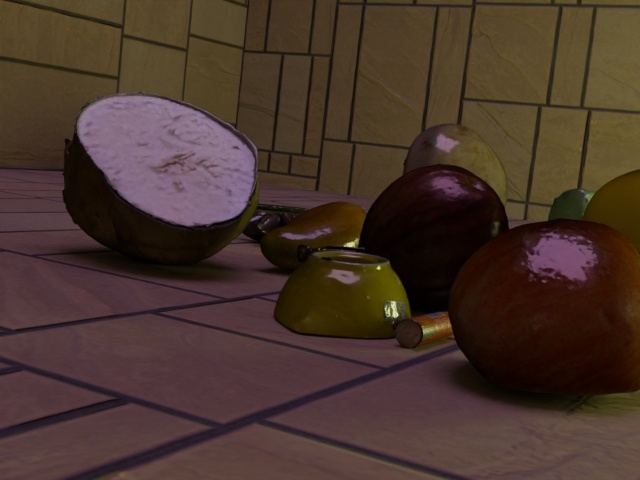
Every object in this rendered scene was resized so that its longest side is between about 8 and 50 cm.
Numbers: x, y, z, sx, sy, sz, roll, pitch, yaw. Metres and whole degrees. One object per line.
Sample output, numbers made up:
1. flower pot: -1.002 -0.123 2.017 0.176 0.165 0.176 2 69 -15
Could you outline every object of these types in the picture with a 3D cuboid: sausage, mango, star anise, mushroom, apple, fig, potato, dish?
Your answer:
1. sausage: 0.115 0.090 0.948 0.031 0.031 0.107 10 7 33
2. mango: 0.000 0.000 1.394 0.136 0.099 0.227 15 18 31
3. star anise: -0.071 -0.023 1.706 0.182 0.065 0.195 5 8 41
4. mushroom: 0.303 -0.131 2.270 0.297 0.298 0.290 1 -16 -42
5. apple: 0.203 0.063 0.816 0.173 0.160 0.195 -15 -4 11
6. fig: 0.112 0.012 1.156 0.249 0.186 0.204 -26 20 3
7. potato: -0.220 -0.055 1.310 0.246 0.196 0.300 -22 52 -32
8. dish: 0.031 0.051 1.003 0.148 0.080 0.207 10 8 25

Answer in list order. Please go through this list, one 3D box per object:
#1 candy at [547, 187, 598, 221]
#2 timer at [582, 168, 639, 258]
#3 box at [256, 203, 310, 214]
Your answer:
1. candy: 0.599 -0.007 1.748 0.343 0.132 0.142 14 13 -17
2. timer: 0.467 -0.037 1.202 0.285 0.285 0.285 6 6 -1
3. box: -0.078 -0.044 1.971 0.186 0.047 0.335 4 5 -17
